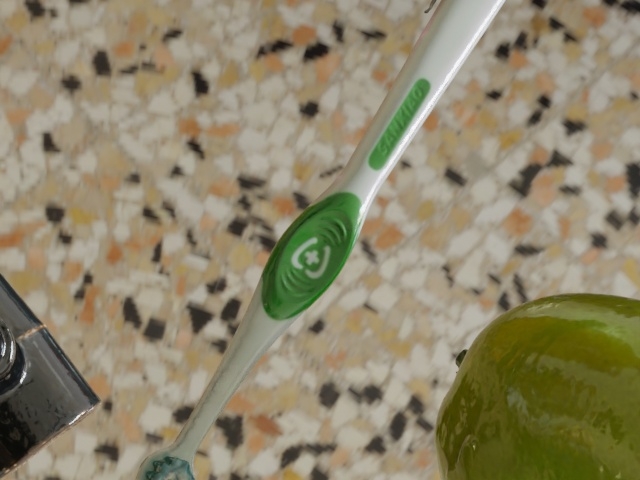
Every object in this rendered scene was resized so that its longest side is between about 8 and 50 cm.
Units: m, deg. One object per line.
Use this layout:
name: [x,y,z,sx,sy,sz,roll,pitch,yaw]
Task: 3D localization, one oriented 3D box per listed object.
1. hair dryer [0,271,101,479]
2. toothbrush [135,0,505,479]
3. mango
hair dryer: [-0.253,0.068,1.245,0.107,0.352,0.189,-38,88,-12]
toothbrush: [-0.002,0.000,0.987,0.042,0.040,0.418,35,76,-13]
mango: [0.175,0.124,0.957,0.149,0.273,0.185,-8,98,-32]
